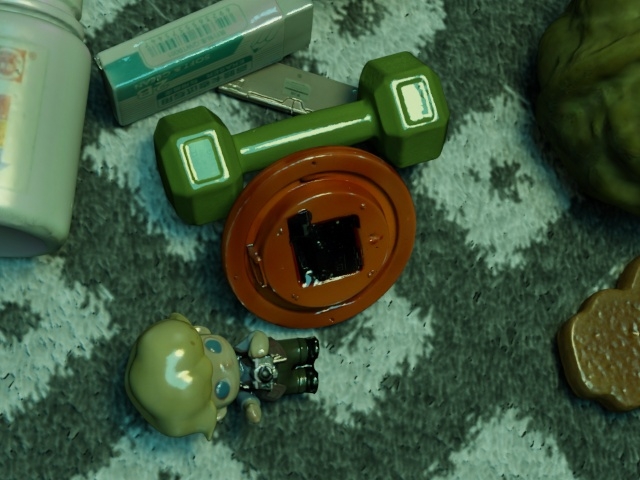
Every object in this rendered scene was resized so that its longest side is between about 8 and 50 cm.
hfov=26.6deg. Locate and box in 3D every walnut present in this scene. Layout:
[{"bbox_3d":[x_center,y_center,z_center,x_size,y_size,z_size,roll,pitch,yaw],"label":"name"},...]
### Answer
[{"bbox_3d":[0.366,-0.173,1.432,0.253,0.277,0.282,22,63,-17],"label":"walnut"}]

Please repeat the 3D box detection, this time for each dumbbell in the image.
[{"bbox_3d":[-0.018,-0.107,1.396,0.302,0.108,0.121,-15,88,-12],"label":"dumbbell"}]

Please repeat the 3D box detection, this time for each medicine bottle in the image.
[{"bbox_3d":[-0.312,-0.140,1.315,0.170,0.170,0.293,8,76,-11],"label":"medicine bottle"}]

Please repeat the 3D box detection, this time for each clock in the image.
[{"bbox_3d":[0.000,0.000,1.360,0.205,0.051,0.205,-10,123,-16],"label":"clock"}]

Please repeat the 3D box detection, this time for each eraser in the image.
[{"bbox_3d":[-0.118,-0.197,1.400,0.225,0.095,0.052,-25,74,-11],"label":"eraser"}]

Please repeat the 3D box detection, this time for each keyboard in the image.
[{"bbox_3d":[-0.028,-0.159,1.468,0.166,0.017,0.055,16,69,-9],"label":"keyboard"}]

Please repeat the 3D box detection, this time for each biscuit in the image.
[{"bbox_3d":[0.416,0.101,1.493,0.333,0.047,0.202,-11,79,-18],"label":"biscuit"}]

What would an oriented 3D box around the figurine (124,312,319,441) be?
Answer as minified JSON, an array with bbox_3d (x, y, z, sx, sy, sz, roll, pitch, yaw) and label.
[{"bbox_3d":[-0.094,0.134,1.339,0.196,0.108,0.114,1,99,-20],"label":"figurine"}]
